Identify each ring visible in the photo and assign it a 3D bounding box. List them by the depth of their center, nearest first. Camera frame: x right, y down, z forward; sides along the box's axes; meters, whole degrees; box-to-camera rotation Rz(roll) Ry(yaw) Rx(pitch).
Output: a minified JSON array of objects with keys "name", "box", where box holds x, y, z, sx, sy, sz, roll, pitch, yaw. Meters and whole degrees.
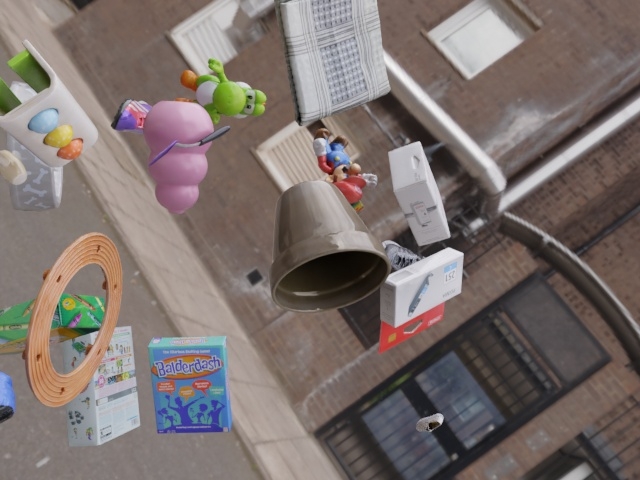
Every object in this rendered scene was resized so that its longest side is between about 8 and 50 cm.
[{"name":"ring","box":[-0.472,0.148,1.196,0.032,0.337,0.336,12,-9,7]}]

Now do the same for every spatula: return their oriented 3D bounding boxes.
[{"name":"spatula","box":[-0.364,-0.274,1.755,0.084,0.296,0.030,-29,-89,49]}]

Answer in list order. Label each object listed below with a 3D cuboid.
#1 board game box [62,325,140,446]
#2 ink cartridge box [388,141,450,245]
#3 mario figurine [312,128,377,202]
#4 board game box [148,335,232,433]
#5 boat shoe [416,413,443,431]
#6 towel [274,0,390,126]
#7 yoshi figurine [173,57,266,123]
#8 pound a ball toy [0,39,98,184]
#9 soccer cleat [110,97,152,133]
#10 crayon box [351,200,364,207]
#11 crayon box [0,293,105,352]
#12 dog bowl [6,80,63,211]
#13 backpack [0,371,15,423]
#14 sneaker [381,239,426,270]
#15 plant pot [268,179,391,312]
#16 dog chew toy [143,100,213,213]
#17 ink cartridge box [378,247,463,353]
[{"name":"board game box","box":[-0.622,0.405,1.771,0.224,0.097,0.303,18,66,-78]},{"name":"ink cartridge box","box":[0.328,-0.154,2.068,0.207,0.117,0.283,-91,158,-43]},{"name":"mario figurine","box":[0.084,-0.265,2.121,0.170,0.198,0.321,86,-11,-51]},{"name":"board game box","box":[-0.278,0.312,1.337,0.047,0.160,0.210,-90,178,-74]},{"name":"boat shoe","box":[0.310,0.529,1.776,0.035,0.100,0.035,46,37,-11]},{"name":"towel","box":[0.040,-0.464,1.450,0.056,0.312,0.324,16,-56,49]},{"name":"yoshi figurine","box":[-0.355,-0.488,2.091,0.362,0.203,0.204,15,-41,34]},{"name":"pound a ball toy","box":[-0.540,-0.200,1.154,0.136,0.208,0.319,51,-11,4]},{"name":"soccer cleat","box":[-0.593,-0.396,2.044,0.116,0.109,0.318,32,11,-8]},{"name":"crayon box","box":[0.022,-0.056,2.377,0.081,0.318,0.202,46,4,11]},{"name":"crayon box","box":[-0.664,0.198,1.448,0.165,0.278,0.081,24,51,-70]},{"name":"dog bowl","box":[-0.735,-0.237,1.616,0.349,0.102,0.349,-179,-90,-72]},{"name":"backpack","box":[-0.549,0.245,0.980,0.098,0.120,0.101,123,-41,-59]},{"name":"sneaker","box":[0.301,0.077,2.183,0.153,0.101,0.268,27,8,34]},{"name":"plant pot","box":[0.000,0.000,1.688,0.323,0.323,0.280,58,14,-57]},{"name":"dog chew toy","box":[-0.427,-0.246,1.864,0.206,0.206,0.332,-135,-133,-77]},{"name":"ink cartridge box","box":[0.297,0.186,1.826,0.066,0.296,0.261,26,-53,44]}]
